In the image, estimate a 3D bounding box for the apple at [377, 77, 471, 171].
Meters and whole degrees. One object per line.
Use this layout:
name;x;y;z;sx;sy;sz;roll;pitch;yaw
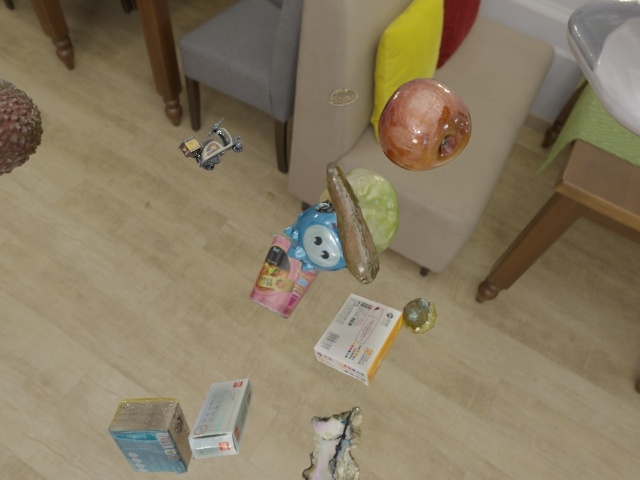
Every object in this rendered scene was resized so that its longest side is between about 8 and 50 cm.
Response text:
apple;0.227;-0.241;0.996;0.201;0.201;0.162;-31;57;-24

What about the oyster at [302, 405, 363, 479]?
oyster;0.021;0.463;0.998;0.092;0.259;0.198;8;15;-16

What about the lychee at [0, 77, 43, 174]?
lychee;-0.555;-0.178;0.748;0.165;0.165;0.197;30;64;11

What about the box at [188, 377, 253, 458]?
box;-0.295;0.532;1.407;0.135;0.079;0.269;-10;17;5

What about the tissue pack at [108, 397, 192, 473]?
tissue pack;-0.522;0.618;1.473;0.193;0.270;0.134;1;39;3

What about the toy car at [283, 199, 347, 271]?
toy car;0.000;0.000;1.270;0.190;0.255;0.188;-28;103;-15

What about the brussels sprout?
brussels sprout;0.129;-0.100;1.540;0.243;0.316;0.273;3;56;49

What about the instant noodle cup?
instant noodle cup;-0.127;0.138;1.689;0.244;0.244;0.254;27;81;9

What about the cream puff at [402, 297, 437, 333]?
cream puff;0.383;0.292;1.773;0.146;0.116;0.146;-14;62;28

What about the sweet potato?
sweet potato;0.066;-0.038;0.997;0.076;0.075;0.273;-13;82;-15

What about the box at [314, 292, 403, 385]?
box;0.139;0.334;1.626;0.221;0.091;0.273;20;55;30

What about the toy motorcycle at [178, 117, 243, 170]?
toy motorcycle;-0.433;-0.390;1.909;0.157;0.091;0.263;53;48;-9

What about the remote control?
remote control;0.495;-0.258;0.692;0.221;0.103;0.331;3;54;-9

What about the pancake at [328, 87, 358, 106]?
pancake;0.080;-0.511;1.657;0.115;0.011;0.114;-7;50;8
